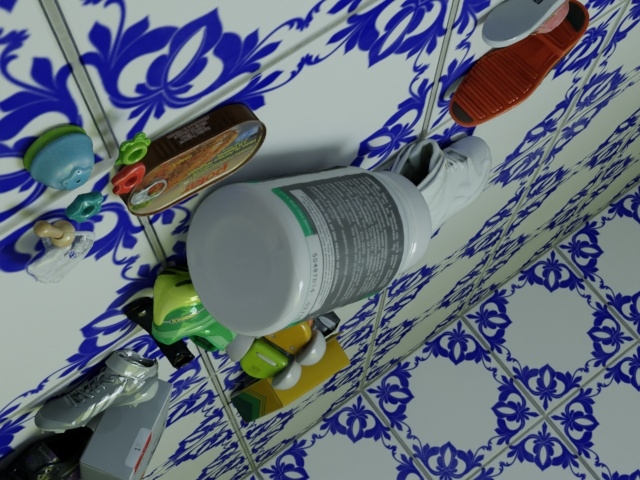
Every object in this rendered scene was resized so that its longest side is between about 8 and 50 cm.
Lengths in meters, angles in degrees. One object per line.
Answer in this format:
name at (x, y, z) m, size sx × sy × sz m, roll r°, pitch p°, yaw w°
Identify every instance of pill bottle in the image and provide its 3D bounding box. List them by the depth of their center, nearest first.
pill bottle at (0.000, 0.000, 1.267) m, size 0.361 × 0.204 × 0.204 m, roll -15°, pitch 151°, yaw -52°

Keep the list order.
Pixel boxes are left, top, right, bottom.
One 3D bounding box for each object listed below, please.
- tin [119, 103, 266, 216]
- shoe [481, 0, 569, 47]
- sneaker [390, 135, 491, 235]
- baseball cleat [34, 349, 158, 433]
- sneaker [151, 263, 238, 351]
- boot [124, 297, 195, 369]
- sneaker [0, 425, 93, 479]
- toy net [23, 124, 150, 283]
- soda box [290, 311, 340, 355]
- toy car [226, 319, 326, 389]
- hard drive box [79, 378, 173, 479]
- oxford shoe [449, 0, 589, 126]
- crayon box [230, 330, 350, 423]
tin at (-0.148, -0.093, 1.016) m, size 0.189 × 0.040 × 0.106 m, roll -31°, pitch 157°, yaw -24°
shoe at (0.309, -0.326, 1.304) m, size 0.178 × 0.063 × 0.081 m, roll -40°, pitch 158°, yaw -12°
sneaker at (0.218, -0.127, 1.554) m, size 0.292 × 0.108 × 0.169 m, roll -47°, pitch 152°, yaw -29°
baseball cleat at (-0.353, 0.230, 1.390) m, size 0.206 × 0.072 × 0.109 m, roll -16°, pitch 127°, yaw -38°
sneaker at (-0.154, 0.102, 1.344) m, size 0.295 × 0.109 × 0.123 m, roll 4°, pitch 111°, yaw -54°
boot at (-0.238, 0.142, 1.319) m, size 0.045 × 0.099 × 0.121 m, roll -36°, pitch 162°, yaw -2°
sneaker at (-0.495, 0.389, 1.454) m, size 0.283 × 0.107 × 0.124 m, roll -30°, pitch 155°, yaw -52°
toy net at (-0.257, -0.038, 0.928) m, size 0.122 × 0.045 × 0.232 m, roll -27°, pitch 161°, yaw -38°
soda box at (-0.039, 0.207, 1.956) m, size 0.169 × 0.060 × 0.053 m, roll -30°, pitch 158°, yaw -28°
toy car at (-0.085, 0.189, 1.725) m, size 0.182 × 0.159 × 0.136 m, roll -48°, pitch -163°, yaw 27°
hard drive box at (-0.339, 0.352, 1.533) m, size 0.232 × 0.089 × 0.181 m, roll 112°, pitch 0°, yaw -58°
oxford shoe at (0.322, -0.271, 1.427) m, size 0.271 × 0.097 × 0.098 m, roll -39°, pitch 169°, yaw -1°
crayon box at (-0.066, 0.318, 2.023) m, size 0.202 × 0.081 × 0.318 m, roll -29°, pitch 174°, yaw -29°
